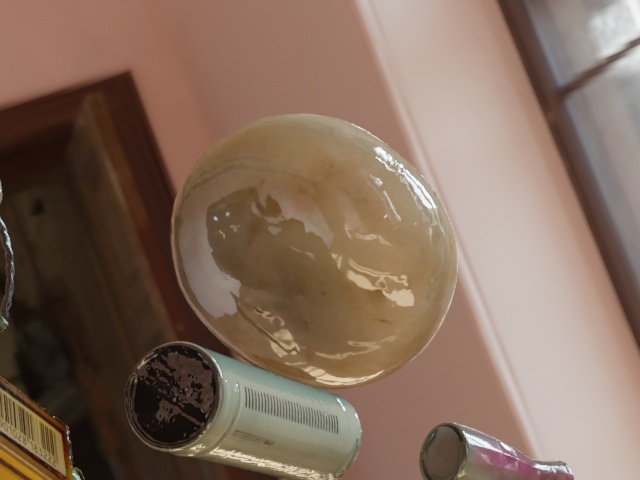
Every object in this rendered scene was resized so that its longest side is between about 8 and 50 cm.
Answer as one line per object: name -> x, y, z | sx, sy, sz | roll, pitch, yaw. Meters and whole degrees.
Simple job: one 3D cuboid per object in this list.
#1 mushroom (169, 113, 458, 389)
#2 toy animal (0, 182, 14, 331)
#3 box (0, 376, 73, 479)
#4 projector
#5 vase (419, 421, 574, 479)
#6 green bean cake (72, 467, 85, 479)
mushroom -> 0.000, 0.000, 2.079 | 0.362, 0.362, 0.294 | -27, 18, 41
toy animal -> -0.332, -0.033, 1.595 | 0.079, 0.253, 0.070 | -26, -4, 20
box -> -0.369, 0.164, 1.433 | 0.193, 0.084, 0.301 | -25, -39, 13
projector -> -0.069, 0.181, 1.722 | 0.108, 0.108, 0.337 | -23, -21, 18
vase -> 0.230, 0.291, 2.160 | 0.214, 0.086, 0.086 | 18, -30, -36
green bean cake -> -0.291, 0.339, 1.689 | 0.113, 0.214, 0.200 | 9, -60, -29
